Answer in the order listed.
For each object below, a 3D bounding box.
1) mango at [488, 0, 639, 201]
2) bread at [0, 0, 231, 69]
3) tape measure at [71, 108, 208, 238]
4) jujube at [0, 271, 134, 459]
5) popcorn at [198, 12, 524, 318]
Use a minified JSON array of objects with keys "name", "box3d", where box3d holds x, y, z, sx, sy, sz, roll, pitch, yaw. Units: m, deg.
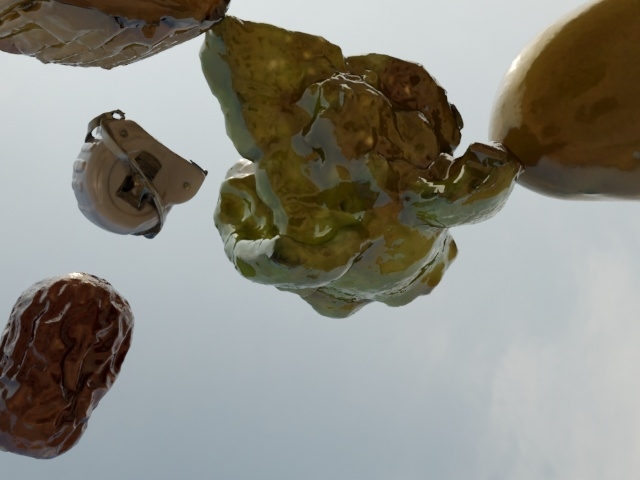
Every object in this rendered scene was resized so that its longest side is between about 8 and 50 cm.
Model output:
[{"name":"mango","box3d":[0.427,-0.181,0.945,0.445,0.232,0.300,-15,-109,7]},{"name":"bread","box3d":[-0.130,-0.188,0.392,0.199,0.104,0.199,10,-103,-47]},{"name":"tape measure","box3d":[-0.341,-0.106,1.355,0.236,0.120,0.197,38,-105,-40]},{"name":"jujube","box3d":[-0.323,0.151,0.928,0.155,0.155,0.230,25,-119,-21]},{"name":"popcorn","box3d":[0.009,-0.051,0.779,0.321,0.290,0.326,22,-132,0]}]
